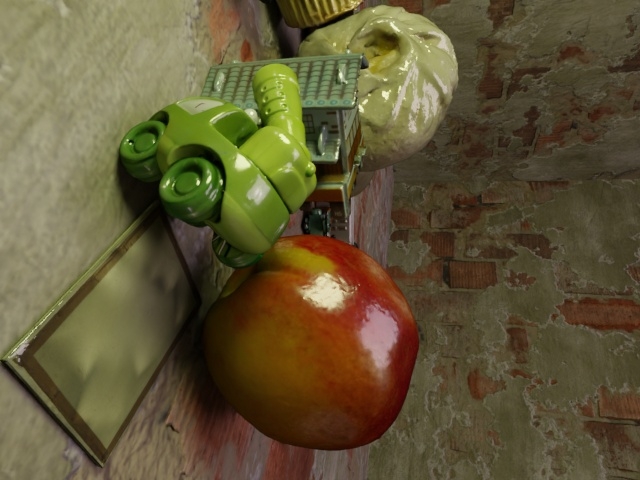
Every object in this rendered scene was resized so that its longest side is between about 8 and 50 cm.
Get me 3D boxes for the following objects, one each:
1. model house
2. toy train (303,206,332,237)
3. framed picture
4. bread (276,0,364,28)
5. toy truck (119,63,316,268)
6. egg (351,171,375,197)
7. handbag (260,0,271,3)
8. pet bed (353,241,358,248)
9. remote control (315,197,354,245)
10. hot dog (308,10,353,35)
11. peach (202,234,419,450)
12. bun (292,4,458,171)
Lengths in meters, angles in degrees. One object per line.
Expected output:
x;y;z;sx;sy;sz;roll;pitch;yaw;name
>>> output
-0.036;-0.167;0.650;0.199;0.224;0.215;-72;158;-46;model house
0.000;0.000;1.100;0.118;0.074;0.176;-45;132;-75;toy train
-0.202;0.087;0.452;0.231;0.010;0.173;-69;156;-51;framed picture
0.003;-0.553;0.835;0.156;0.204;0.288;67;34;-40;bread
-0.084;-0.082;0.455;0.187;0.210;0.148;59;-1;34;toy truck
0.047;-0.222;1.032;0.186;0.185;0.242;-22;111;-74;egg
-0.085;-0.580;0.570;0.327;0.162;0.326;64;32;-71;handbag
0.111;0.097;1.559;0.201;0.053;0.202;1;90;-74;pet bed
0.040;-0.126;1.171;0.055;0.102;0.278;-16;106;-73;remote control
0.019;-0.496;1.054;0.194;0.107;0.327;29;64;-80;hot dog
-0.005;0.154;0.622;0.332;0.307;0.308;52;27;-13;peach
0.077;-0.309;0.825;0.219;0.364;0.366;51;42;-62;bun
